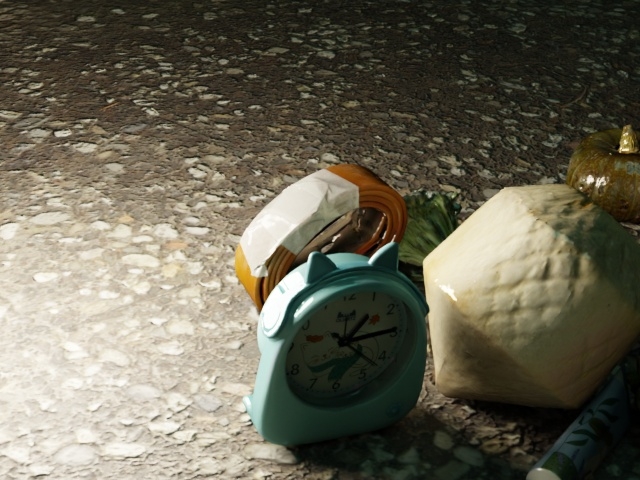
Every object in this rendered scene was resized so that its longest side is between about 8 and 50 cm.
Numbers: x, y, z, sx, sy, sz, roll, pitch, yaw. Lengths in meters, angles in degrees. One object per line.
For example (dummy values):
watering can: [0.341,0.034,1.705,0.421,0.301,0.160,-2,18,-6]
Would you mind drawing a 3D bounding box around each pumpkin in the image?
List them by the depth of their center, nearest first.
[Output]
pumpkin: [0.552,-0.129,2.101,0.219,0.162,0.219,1,27,-1]

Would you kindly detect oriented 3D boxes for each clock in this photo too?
clock: [0.024,0.118,1.445,0.224,0.274,0.094,-6,31,-23]

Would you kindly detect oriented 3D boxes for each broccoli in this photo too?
broccoli: [0.226,0.043,1.782,0.165,0.145,0.304,-26,55,-38]

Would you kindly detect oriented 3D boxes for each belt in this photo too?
belt: [0.000,0.000,1.707,0.261,0.184,0.105,-32,39,-8]

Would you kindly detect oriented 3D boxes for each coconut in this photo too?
coconut: [0.269,0.087,1.553,0.329,0.328,0.329,5,29,-3]

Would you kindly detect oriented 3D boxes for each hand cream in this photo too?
hand cream: [0.331,0.253,1.464,0.058,0.091,0.271,1,23,40]

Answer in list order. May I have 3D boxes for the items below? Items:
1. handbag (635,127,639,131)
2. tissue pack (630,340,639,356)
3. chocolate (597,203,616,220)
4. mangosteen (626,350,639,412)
handbag: [0.717,-0.166,2.275,0.244,0.088,0.275,25,38,35]
tissue pack: [0.455,0.098,1.721,0.155,0.115,0.065,29,34,36]
chocolate: [0.434,0.018,1.874,0.156,0.156,0.133,30,8,36]
mangosteen: [0.497,0.191,1.513,0.194,0.194,0.230,-12,14,-30]
